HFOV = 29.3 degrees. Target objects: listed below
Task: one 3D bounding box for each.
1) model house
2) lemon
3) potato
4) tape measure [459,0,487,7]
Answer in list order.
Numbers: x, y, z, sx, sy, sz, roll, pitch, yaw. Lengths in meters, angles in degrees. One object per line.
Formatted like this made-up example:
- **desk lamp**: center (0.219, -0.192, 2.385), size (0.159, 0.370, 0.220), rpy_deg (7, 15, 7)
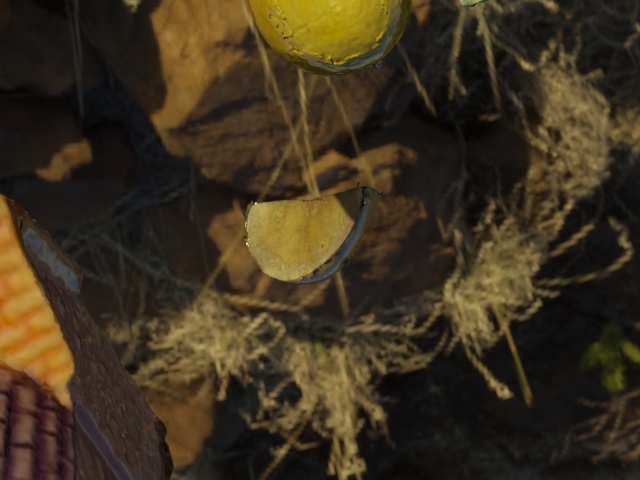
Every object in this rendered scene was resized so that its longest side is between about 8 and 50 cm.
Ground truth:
- **model house**: center (-0.219, 0.129, 0.693), size (0.202, 0.237, 0.237), rpy_deg (-20, 124, 6)
- **lemon**: center (0.015, -0.428, 2.088), size (0.297, 0.297, 0.297), rpy_deg (-9, 144, -7)
- **potato**: center (0.000, 0.000, 1.835), size (0.243, 0.138, 0.098), rpy_deg (-7, 165, 41)
- **tape measure**: center (0.262, -0.468, 1.954), size (0.087, 0.177, 0.154), rpy_deg (14, 160, 10)
